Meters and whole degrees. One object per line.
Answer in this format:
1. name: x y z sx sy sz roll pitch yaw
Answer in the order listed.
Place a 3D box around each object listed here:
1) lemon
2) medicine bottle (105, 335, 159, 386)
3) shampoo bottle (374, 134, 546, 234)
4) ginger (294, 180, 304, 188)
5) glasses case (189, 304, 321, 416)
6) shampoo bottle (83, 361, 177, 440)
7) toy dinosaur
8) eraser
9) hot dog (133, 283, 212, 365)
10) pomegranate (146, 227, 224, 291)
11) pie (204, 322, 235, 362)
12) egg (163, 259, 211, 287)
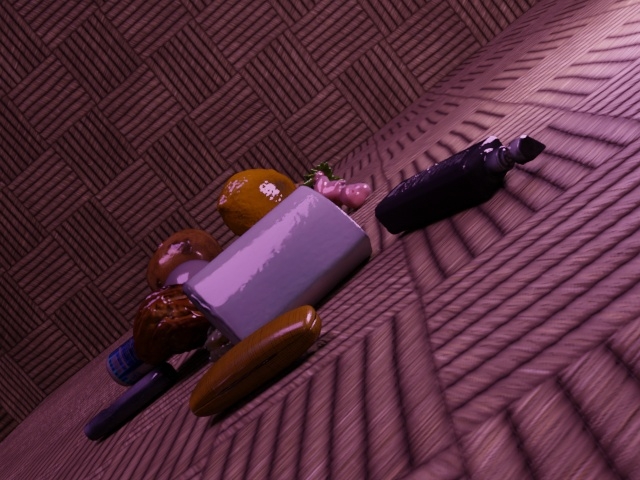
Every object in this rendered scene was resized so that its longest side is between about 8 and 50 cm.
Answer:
1. lemon: -0.161 -0.096 1.853 0.260 0.204 0.204 2 -19 -35
2. medicine bottle: -0.482 0.304 1.846 0.191 0.107 0.107 -37 8 12
3. shampoo bottle: 0.206 -0.092 1.047 0.098 0.071 0.309 -43 9 -31
4. ginger: -0.082 -0.105 2.032 0.216 0.157 0.102 -12 2 -35
5. glasses case: -0.094 0.174 0.971 0.234 0.064 0.079 -37 10 17
6. shampoo bottle: -0.418 0.355 1.485 0.234 0.049 0.087 -38 1 8
7. toy dinosaur: 0.041 -0.104 1.799 0.194 0.152 0.177 -32 38 7
8. eraser: -0.074 0.049 1.179 0.290 0.104 0.189 -41 53 -15
9. hot dog: -0.316 0.194 1.485 0.196 0.122 0.272 -18 -21 -20
10. pomegranate: -0.435 0.096 2.253 0.281 0.281 0.281 -39 8 7
11. pie: -0.112 0.121 1.336 0.302 0.067 0.302 -38 9 7
12. egg: -0.333 0.138 1.837 0.176 0.176 0.232 -40 7 -2
